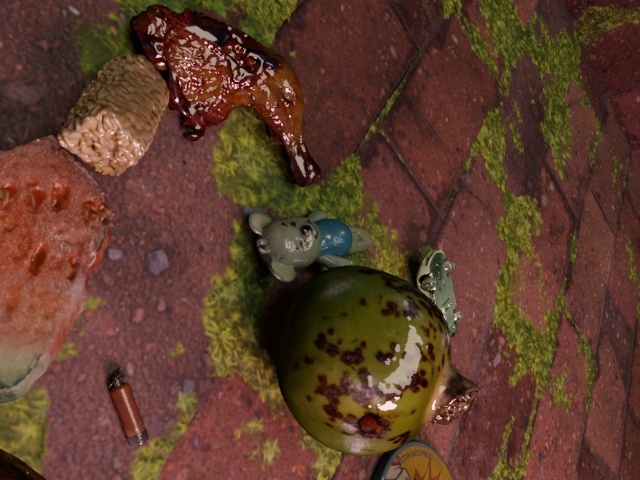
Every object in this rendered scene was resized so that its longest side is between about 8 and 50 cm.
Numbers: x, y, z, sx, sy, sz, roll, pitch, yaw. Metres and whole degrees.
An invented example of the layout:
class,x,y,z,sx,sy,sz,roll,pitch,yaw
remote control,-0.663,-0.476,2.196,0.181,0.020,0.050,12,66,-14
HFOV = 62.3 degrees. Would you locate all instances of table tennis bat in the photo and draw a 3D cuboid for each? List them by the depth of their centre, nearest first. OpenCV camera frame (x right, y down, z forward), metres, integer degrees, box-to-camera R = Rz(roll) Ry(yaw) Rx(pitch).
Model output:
class,x,y,z,sx,sy,sz,roll,pitch,yaw
table tennis bat,0.169,0.490,0.859,0.215,0.044,0.329,-18,92,-45

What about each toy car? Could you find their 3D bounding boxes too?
class,x,y,z,sx,sy,sz,roll,pitch,yaw
toy car,0.211,0.103,0.970,0.093,0.058,0.186,-33,116,-43

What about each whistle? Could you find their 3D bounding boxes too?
class,x,y,z,sx,sy,sz,roll,pitch,yaw
whistle,0.000,0.000,0.780,0.236,0.077,0.114,-5,60,-46

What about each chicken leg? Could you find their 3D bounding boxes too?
class,x,y,z,sx,sy,sz,roll,pitch,yaw
chicken leg,-0.108,-0.199,0.726,0.322,0.083,0.177,20,76,-38

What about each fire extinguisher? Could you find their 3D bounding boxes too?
class,x,y,z,sx,sy,sz,roll,pitch,yaw
fire extinguisher,-0.210,0.180,0.576,0.028,0.022,0.083,-49,121,-81

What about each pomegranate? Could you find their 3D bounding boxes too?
class,x,y,z,sx,sy,sz,roll,pitch,yaw
pomegranate,0.068,0.156,0.684,0.254,0.270,0.254,-38,139,-43

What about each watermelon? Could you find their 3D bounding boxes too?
class,x,y,z,sx,sy,sz,roll,pitch,yaw
watermelon,-0.298,0.013,0.471,0.193,0.140,0.256,46,43,-22

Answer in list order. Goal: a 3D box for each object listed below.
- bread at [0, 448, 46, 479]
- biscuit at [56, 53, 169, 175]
class,x,y,z,sx,sy,sz,roll,pitch,yaw
bread,-0.317,0.209,0.282,0.358,0.337,0.204,28,86,-34
biscuit,-0.217,-0.143,0.578,0.082,0.070,0.168,48,26,-32
